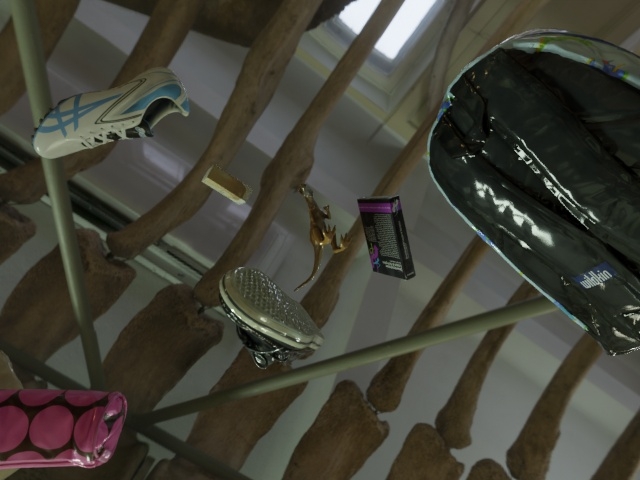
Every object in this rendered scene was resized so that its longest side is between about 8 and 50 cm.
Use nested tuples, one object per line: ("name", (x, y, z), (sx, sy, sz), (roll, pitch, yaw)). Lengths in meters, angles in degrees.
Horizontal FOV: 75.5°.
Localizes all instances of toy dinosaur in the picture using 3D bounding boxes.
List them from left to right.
("toy dinosaur", (0.000, 0.000, 0.764), (0.064, 0.112, 0.212), (-8, -78, -34))

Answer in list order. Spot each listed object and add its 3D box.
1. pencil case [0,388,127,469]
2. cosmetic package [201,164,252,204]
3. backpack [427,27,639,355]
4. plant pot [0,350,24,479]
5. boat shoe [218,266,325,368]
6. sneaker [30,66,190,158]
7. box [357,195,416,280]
("pencil case", (-0.365, 0.241, 0.522), (0.209, 0.095, 0.098), (1, -136, -9))
("cosmetic package", (-0.237, -0.140, 1.049), (0.115, 0.060, 0.041), (32, -107, -23))
("backpack", (0.300, -0.084, 0.486), (0.355, 0.290, 0.273), (30, -129, 6))
("plant pot", (-0.657, 0.330, 0.658), (0.305, 0.334, 0.334), (-22, -107, -45))
("boat shoe", (-0.118, 0.202, 0.956), (0.156, 0.500, 0.187), (-35, -114, -2))
("sneaker", (-0.313, -0.181, 0.624), (0.237, 0.085, 0.086), (-30, -94, -10))
("box", (0.129, -0.007, 0.818), (0.029, 0.116, 0.162), (-18, -77, -24))
